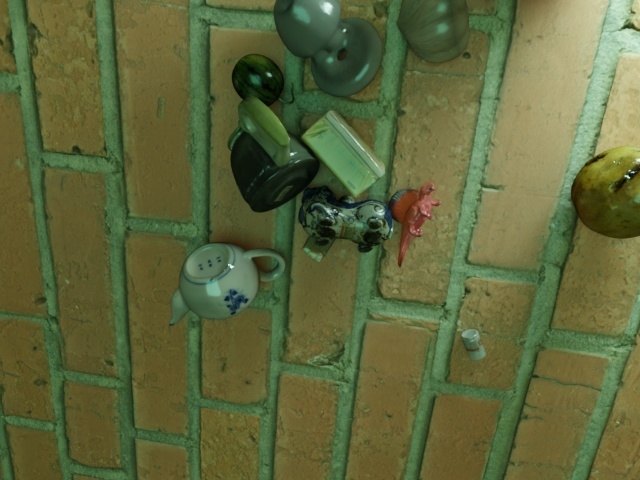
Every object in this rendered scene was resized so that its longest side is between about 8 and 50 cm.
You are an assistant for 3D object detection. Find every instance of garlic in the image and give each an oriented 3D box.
[{"bbox_3d":[0.304,-0.579,1.140,0.178,0.142,0.229,-27,110,13],"label":"garlic"}]

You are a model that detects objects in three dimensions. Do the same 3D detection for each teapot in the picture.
[{"bbox_3d":[-0.169,-0.236,1.228,0.239,0.321,0.239,-39,79,11],"label":"teapot"},{"bbox_3d":[-0.311,0.147,1.405,0.424,0.252,0.280,-25,139,-8],"label":"teapot"}]

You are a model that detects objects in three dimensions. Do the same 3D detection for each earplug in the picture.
[{"bbox_3d":[0.018,-0.538,1.169,0.325,0.175,0.214,42,110,-7],"label":"earplug"}]

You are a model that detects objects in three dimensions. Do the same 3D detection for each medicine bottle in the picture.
[{"bbox_3d":[0.506,0.344,1.439,0.057,0.057,0.089,-21,104,13],"label":"medicine bottle"}]

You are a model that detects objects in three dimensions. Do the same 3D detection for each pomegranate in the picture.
[{"bbox_3d":[0.812,-0.128,1.153,0.261,0.260,0.260,2,107,7],"label":"pomegranate"}]

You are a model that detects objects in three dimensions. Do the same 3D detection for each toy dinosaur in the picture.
[{"bbox_3d":[0.258,-0.062,1.351,0.139,0.070,0.286,31,112,8],"label":"toy dinosaur"}]

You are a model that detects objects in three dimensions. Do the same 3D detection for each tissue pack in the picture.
[{"bbox_3d":[0.070,-0.255,1.257,0.125,0.159,0.234,-40,98,17],"label":"tissue pack"}]

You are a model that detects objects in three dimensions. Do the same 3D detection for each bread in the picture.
[{"bbox_3d":[0.010,-0.012,1.348,0.077,0.152,0.105,35,113,-5],"label":"bread"}]

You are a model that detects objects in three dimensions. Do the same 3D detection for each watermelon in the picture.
[{"bbox_3d":[-0.162,-0.442,1.242,0.187,0.140,0.140,38,108,-9],"label":"watermelon"}]

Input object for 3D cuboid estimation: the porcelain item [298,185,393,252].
[{"bbox_3d":[0.076,-0.074,1.319,0.288,0.186,0.138,5,134,-7],"label":"porcelain item"}]
